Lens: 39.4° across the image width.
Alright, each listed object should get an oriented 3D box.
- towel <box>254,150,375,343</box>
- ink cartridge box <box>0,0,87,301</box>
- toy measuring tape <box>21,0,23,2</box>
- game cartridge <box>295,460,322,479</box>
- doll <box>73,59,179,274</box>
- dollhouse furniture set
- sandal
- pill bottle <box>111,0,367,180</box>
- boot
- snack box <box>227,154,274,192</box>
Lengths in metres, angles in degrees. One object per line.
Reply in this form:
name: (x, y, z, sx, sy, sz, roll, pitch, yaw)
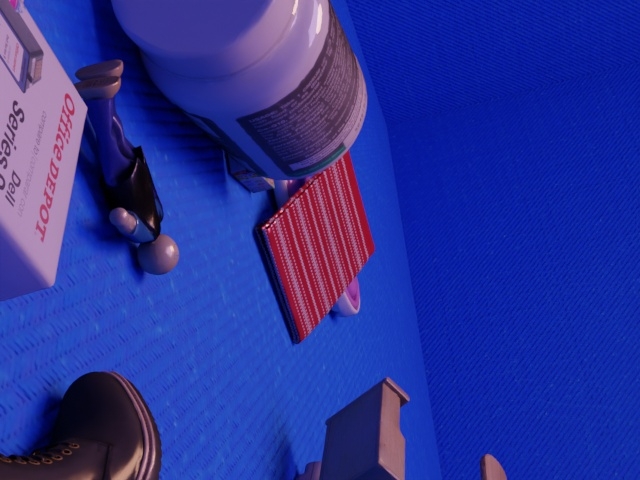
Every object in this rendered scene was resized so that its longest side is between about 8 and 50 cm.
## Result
towel: (0.000, 0.000, 1.350, 0.275, 0.031, 0.198, -48, 129, -48)
ink cartridge box: (-0.209, -0.086, 0.439, 0.212, 0.093, 0.154, 69, 12, -44)
toy measuring tape: (-0.226, -0.255, 0.504, 0.330, 0.122, 0.121, 62, 18, -55)
game cartridge: (0.022, 0.448, 1.101, 0.196, 0.060, 0.294, -62, 137, -69)
doll: (-0.163, -0.050, 0.758, 0.129, 0.046, 0.188, -104, -179, -59)
dollhouse furniture set: (0.120, 0.314, 1.086, 0.242, 0.212, 0.161, 45, 22, -15)
sandal: (0.018, -0.021, 1.522, 0.416, 0.102, 0.169, 62, 18, -53)
pill bottle: (-0.075, -0.208, 0.986, 0.361, 0.204, 0.204, 44, 34, -73)
boot: (-0.161, 0.126, 0.511, 0.137, 0.077, 0.197, 50, 14, -37)
snack box: (-0.102, -0.146, 1.222, 0.100, 0.037, 0.141, 40, 38, -71)
